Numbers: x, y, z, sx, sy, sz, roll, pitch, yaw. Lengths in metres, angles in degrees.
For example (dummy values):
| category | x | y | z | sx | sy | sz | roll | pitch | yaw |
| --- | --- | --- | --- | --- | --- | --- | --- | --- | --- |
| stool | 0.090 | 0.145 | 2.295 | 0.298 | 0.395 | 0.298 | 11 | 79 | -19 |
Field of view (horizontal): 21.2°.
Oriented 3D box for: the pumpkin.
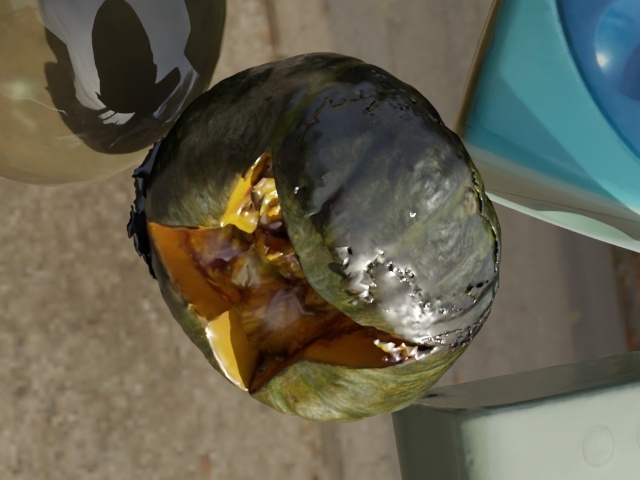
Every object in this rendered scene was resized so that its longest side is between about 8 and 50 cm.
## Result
| category | x | y | z | sx | sy | sz | roll | pitch | yaw |
| --- | --- | --- | --- | --- | --- | --- | --- | --- | --- |
| pumpkin | 0.000 | 0.000 | 1.386 | 0.192 | 0.320 | 0.320 | -40 | 127 | -41 |

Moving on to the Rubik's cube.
| category | x | y | z | sx | sy | sz | roll | pitch | yaw |
| --- | --- | --- | --- | --- | --- | --- | --- | --- | --- |
| Rubik's cube | 0.348 | -0.182 | 1.902 | 0.347 | 0.351 | 0.352 | 61 | 47 | -84 |

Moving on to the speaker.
| category | x | y | z | sx | sy | sz | roll | pitch | yaw |
| --- | --- | --- | --- | --- | --- | --- | --- | --- | --- |
| speaker | 0.274 | 0.221 | 1.705 | 0.406 | 0.183 | 0.184 | -7 | 92 | -30 |

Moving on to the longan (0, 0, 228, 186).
| category | x | y | z | sx | sy | sz | roll | pitch | yaw |
| --- | --- | --- | --- | --- | --- | --- | --- | --- | --- |
| longan | -0.259 | -0.243 | 1.583 | 0.404 | 0.336 | 0.405 | 162 | -90 | -78 |
